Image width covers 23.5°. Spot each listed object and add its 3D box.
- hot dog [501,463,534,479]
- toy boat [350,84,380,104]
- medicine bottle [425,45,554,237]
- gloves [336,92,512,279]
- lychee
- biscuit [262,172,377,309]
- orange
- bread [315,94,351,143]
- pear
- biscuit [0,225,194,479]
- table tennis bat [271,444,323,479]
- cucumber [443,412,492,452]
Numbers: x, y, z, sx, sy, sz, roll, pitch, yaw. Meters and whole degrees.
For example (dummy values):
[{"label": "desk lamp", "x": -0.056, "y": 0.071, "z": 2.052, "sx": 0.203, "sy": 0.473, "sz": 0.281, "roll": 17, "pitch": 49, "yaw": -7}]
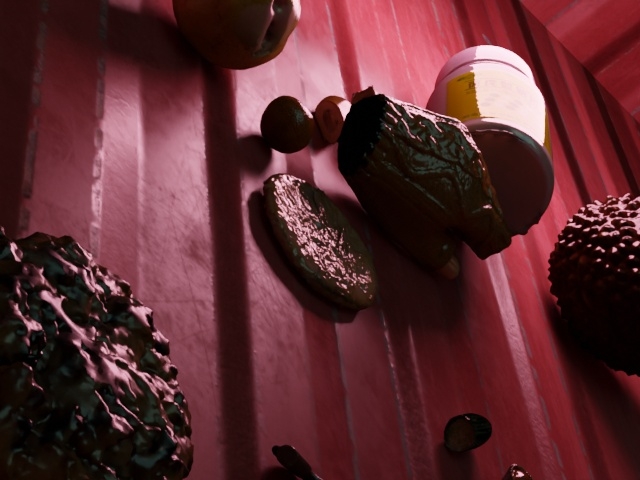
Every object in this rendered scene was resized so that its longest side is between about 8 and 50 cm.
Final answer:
[{"label": "hot dog", "x": 0.275, "y": 0.368, "z": 1.974, "sx": 0.099, "sy": 0.053, "sz": 0.192, "roll": 41, "pitch": 27, "yaw": -36}, {"label": "toy boat", "x": 0.082, "y": -0.174, "z": 2.389, "sx": 0.072, "sy": 0.064, "sz": 0.206, "roll": 60, "pitch": 19, "yaw": -25}, {"label": "medicine bottle", "x": 0.275, "y": -0.169, "z": 2.558, "sx": 0.213, "sy": 0.213, "sz": 0.379, "roll": 45, "pitch": 23, "yaw": -18}, {"label": "gloves", "x": 0.166, "y": -0.078, "z": 2.259, "sx": 0.356, "sy": 0.155, "sz": 0.203, "roll": 38, "pitch": 54, "yaw": -42}, {"label": "lychee", "x": 0.547, "y": 0.077, "z": 2.626, "sx": 0.330, "sy": 0.306, "sz": 0.306, "roll": 32, "pitch": 20, "yaw": 9}, {"label": "biscuit", "x": 0.001, "y": -0.001, "z": 2.009, "sx": 0.220, "sy": 0.033, "sz": 0.220, "roll": 41, "pitch": 26, "yaw": -25}, {"label": "orange", "x": -0.045, "y": -0.158, "z": 2.094, "sx": 0.085, "sy": 0.085, "sz": 0.085, "roll": 42, "pitch": 25, "yaw": -24}, {"label": "bread", "x": 0.020, "y": -0.185, "z": 2.297, "sx": 0.062, "sy": 0.049, "sz": 0.103, "roll": 51, "pitch": 21, "yaw": -4}, {"label": "pear", "x": -0.109, "y": -0.313, "z": 2.083, "sx": 0.178, "sy": 0.178, "sz": 0.178, "roll": 42, "pitch": 25, "yaw": -24}, {"label": "biscuit", "x": -0.214, "y": 0.113, "z": 1.362, "sx": 0.289, "sy": 0.081, "sz": 0.334, "roll": 44, "pitch": 22, "yaw": -24}, {"label": "table tennis bat", "x": -0.044, "y": 0.275, "z": 1.548, "sx": 0.107, "sy": 0.119, "sz": 0.170, "roll": 35, "pitch": -10, "yaw": 24}, {"label": "cucumber", "x": 0.196, "y": 0.249, "z": 2.006, "sx": 0.048, "sy": 0.048, "sz": 0.105, "roll": 59, "pitch": 18, "yaw": 14}]
